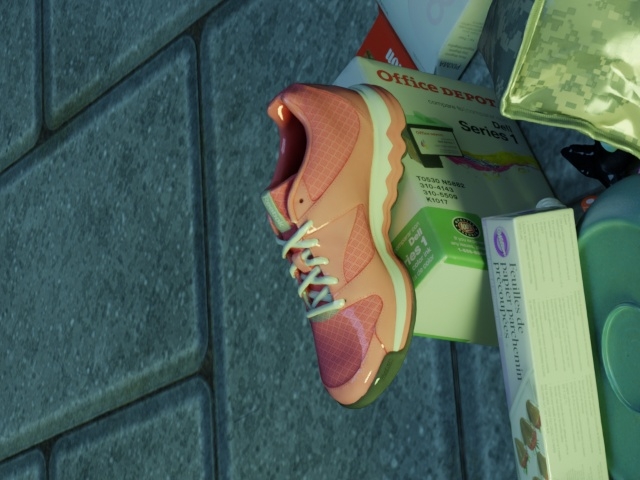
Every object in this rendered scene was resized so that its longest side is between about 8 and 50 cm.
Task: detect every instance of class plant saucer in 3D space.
[{"bbox_3d":[0.288,0.101,1.468,0.317,0.043,0.318,169,90,-67],"label":"plant saucer"}]

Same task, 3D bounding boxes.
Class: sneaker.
[{"bbox_3d":[0.000,0.000,1.559,0.116,0.136,0.314,-23,63,51],"label":"sneaker"}]

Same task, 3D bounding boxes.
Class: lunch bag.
[{"bbox_3d":[0.247,-0.238,1.360,0.235,0.168,0.287,-88,16,-72],"label":"lunch bag"}]

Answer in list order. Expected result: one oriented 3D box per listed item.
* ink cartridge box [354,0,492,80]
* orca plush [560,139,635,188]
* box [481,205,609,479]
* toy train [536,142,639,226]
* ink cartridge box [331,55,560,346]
[{"bbox_3d":[0.101,-0.239,1.907,0.232,0.066,0.189,-55,42,28],"label":"ink cartridge box"},{"bbox_3d":[0.275,-0.182,1.562,0.151,0.102,0.287,-92,19,-44],"label":"orca plush"},{"bbox_3d":[0.208,0.133,1.529,0.063,0.067,0.324,-179,79,-67],"label":"box"},{"bbox_3d":[0.279,-0.063,1.559,0.166,0.125,0.046,-53,9,42],"label":"toy train"},{"bbox_3d":[0.124,-0.038,1.690,0.117,0.201,0.278,-53,43,34],"label":"ink cartridge box"}]
